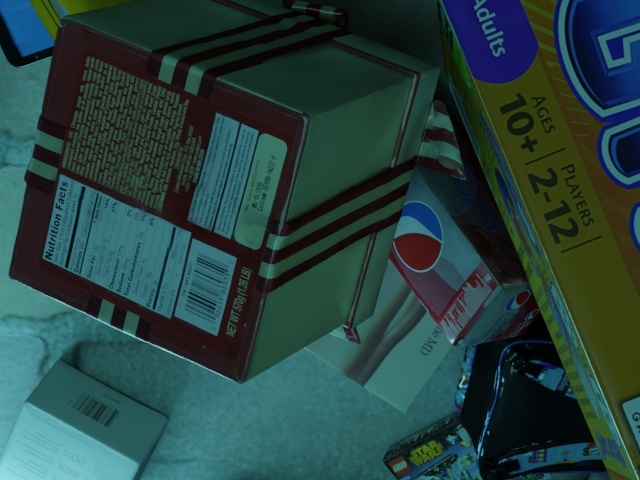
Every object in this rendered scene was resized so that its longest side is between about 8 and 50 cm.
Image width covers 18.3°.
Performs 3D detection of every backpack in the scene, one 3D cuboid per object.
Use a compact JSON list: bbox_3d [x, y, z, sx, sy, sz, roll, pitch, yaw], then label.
[{"bbox_3d":[0.222,0.130,1.769,0.173,0.117,0.158,2,120,-13],"label":"backpack"}]

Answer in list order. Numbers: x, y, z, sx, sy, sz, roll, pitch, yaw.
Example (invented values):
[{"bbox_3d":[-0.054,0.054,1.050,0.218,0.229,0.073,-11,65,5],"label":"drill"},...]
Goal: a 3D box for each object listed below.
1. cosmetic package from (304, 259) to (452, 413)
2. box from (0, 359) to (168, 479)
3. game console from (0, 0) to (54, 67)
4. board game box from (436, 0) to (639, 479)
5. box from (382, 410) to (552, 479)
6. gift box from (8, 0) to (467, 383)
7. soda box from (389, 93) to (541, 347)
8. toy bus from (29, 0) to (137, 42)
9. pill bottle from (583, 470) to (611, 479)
[{"bbox_3d":[0.000,0.000,1.766,0.296,0.129,0.153,31,118,0],"label":"cosmetic package"},{"bbox_3d":[-0.250,0.230,1.975,0.130,0.091,0.170,29,120,1],"label":"box"},{"bbox_3d":[-0.255,-0.221,1.762,0.144,0.124,0.085,-17,78,23],"label":"game console"},{"bbox_3d":[0.313,-0.051,1.400,0.356,0.356,0.356,-22,84,2],"label":"board game box"},{"bbox_3d":[0.140,0.210,1.884,0.137,0.027,0.094,-30,105,27],"label":"box"},{"bbox_3d":[-0.052,-0.040,1.543,0.276,0.258,0.255,27,114,18],"label":"gift box"},{"bbox_3d":[0.091,-0.037,1.668,0.263,0.092,0.083,56,131,25],"label":"soda box"},{"bbox_3d":[-0.186,-0.224,1.653,0.130,0.108,0.332,32,157,50],"label":"toy bus"},{"bbox_3d":[0.250,0.314,1.847,0.121,0.121,0.216,33,119,0],"label":"pill bottle"}]
